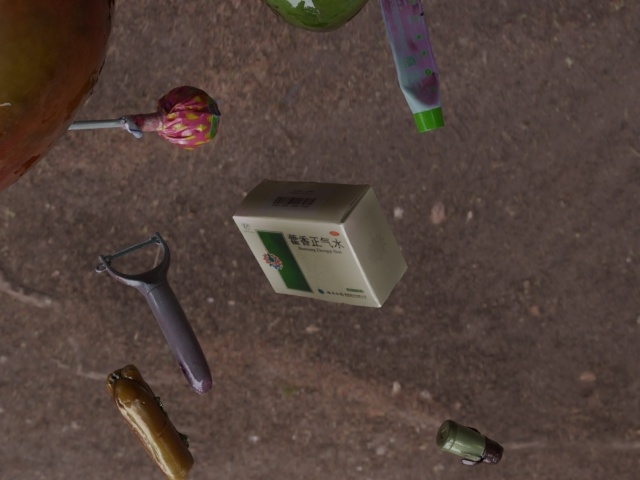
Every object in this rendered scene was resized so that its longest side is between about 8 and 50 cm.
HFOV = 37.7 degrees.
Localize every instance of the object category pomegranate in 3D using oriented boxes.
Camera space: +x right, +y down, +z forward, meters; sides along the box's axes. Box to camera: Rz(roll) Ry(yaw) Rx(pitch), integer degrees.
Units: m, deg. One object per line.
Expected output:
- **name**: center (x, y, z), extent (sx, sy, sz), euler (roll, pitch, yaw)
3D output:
- **pomegranate**: center (0.011, -0.359, 1.113), extent (0.224, 0.181, 0.181), euler (-42, 118, 14)

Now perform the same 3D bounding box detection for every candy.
- **candy**: center (-0.347, -0.219, 1.711), extent (0.365, 0.124, 0.124), euler (-9, 139, -39)

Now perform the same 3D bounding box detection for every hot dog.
- **hot dog**: center (-0.278, 0.307, 1.568), extent (0.068, 0.100, 0.249), euler (-32, 124, -10)

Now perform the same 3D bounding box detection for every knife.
- **knife**: center (-0.252, 0.121, 1.497), extent (0.123, 0.278, 0.053), euler (-25, 165, -19)

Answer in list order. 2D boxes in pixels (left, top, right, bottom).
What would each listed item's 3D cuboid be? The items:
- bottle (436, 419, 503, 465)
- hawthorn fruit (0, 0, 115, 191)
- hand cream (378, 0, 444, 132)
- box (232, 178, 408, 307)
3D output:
- **bottle**: center (0.223, 0.305, 1.384), extent (0.101, 0.063, 0.047), euler (24, 155, -13)
- **hawthorn fruit**: center (-0.340, -0.211, 0.731), extent (0.403, 0.403, 0.403), euler (0, 128, 1)
- **hand cream**: center (0.166, -0.332, 1.680), extent (0.050, 0.079, 0.275), euler (-9, 100, 41)
- **box**: center (0.000, 0.000, 1.391), extent (0.212, 0.095, 0.168), euler (5, 133, 40)
